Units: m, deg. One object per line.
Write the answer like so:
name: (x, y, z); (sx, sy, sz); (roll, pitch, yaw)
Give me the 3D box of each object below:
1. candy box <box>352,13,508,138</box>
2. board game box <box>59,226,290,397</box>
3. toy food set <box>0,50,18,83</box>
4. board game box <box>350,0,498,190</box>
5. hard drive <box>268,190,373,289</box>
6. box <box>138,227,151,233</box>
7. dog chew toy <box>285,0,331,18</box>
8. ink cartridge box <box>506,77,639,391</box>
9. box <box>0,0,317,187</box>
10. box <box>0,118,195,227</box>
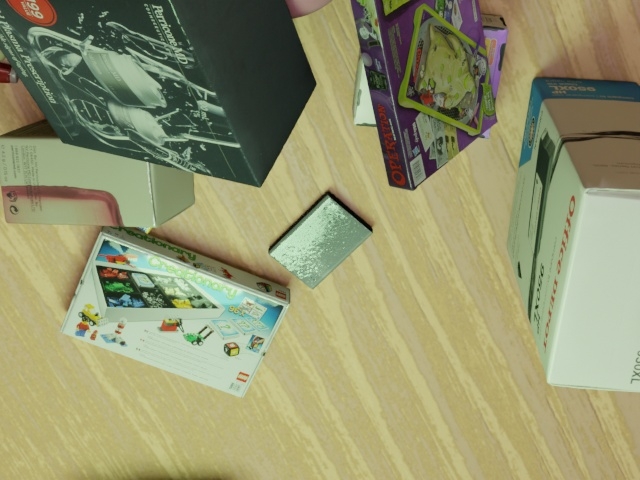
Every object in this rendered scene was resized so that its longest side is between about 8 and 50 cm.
candy box: (0.150, -0.239, 1.787); (0.196, 0.070, 0.164); (6, 117, -4)
board game box: (-0.222, 0.108, 1.956); (0.305, 0.053, 0.193); (22, 116, -11)
toy food set: (-0.475, -0.209, 1.776); (0.105, 0.111, 0.232); (7, 114, -3)
board game box: (0.131, -0.262, 1.625); (0.056, 0.208, 0.346); (17, 131, 43)
hard drive: (0.000, 0.000, 1.933); (0.094, 0.022, 0.135); (40, 110, -18)
box: (-0.230, -0.095, 1.867); (0.059, 0.054, 0.169); (32, 112, -15)
dog chew toy: (-0.046, -0.427, 1.525); (0.207, 0.206, 0.332); (4, 142, -2)
ink cartridge box: (0.372, -0.020, 1.717); (0.166, 0.395, 0.285); (4, 116, -2)
box: (-0.214, -0.256, 1.522); (0.313, 0.179, 0.343); (12, 151, 25)
box: (-0.309, -0.096, 1.773); (0.232, 0.148, 0.126); (2, 106, 17)
